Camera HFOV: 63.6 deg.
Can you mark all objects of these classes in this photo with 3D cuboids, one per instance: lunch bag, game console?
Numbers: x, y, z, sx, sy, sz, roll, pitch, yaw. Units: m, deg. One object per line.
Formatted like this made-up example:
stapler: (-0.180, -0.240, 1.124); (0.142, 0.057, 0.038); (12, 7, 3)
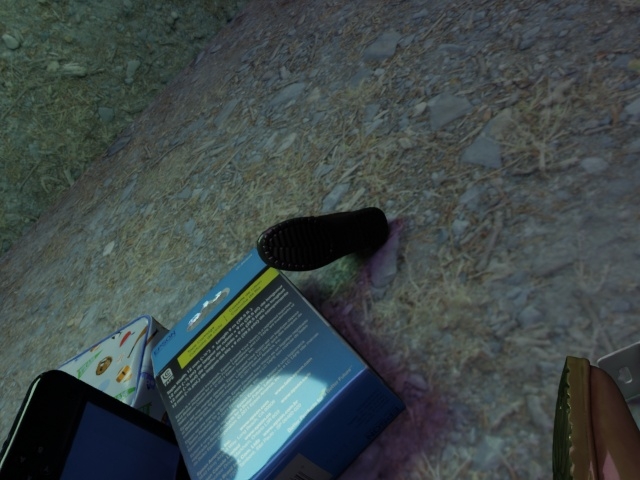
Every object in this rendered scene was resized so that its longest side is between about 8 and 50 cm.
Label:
lunch bag: (-0.366, 0.270, 0.899); (0.303, 0.115, 0.243); (-29, 38, 19)
game console: (-0.188, 0.294, 0.570); (0.173, 0.293, 0.250); (-21, 42, 23)

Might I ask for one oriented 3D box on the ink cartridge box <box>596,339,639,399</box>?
ink cartridge box: (0.343, 0.107, 0.433); (0.180, 0.104, 0.060); (-30, 41, 17)

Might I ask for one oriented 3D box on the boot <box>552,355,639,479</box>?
boot: (0.303, 0.202, 0.338); (0.269, 0.089, 0.236); (2, 56, 16)

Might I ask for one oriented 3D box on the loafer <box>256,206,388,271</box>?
loafer: (0.000, 0.000, 0.806); (0.219, 0.080, 0.078); (-10, 2, -27)

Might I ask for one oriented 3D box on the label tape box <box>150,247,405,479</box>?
label tape box: (-0.086, 0.190, 0.727); (0.249, 0.115, 0.347); (-45, 36, -4)
